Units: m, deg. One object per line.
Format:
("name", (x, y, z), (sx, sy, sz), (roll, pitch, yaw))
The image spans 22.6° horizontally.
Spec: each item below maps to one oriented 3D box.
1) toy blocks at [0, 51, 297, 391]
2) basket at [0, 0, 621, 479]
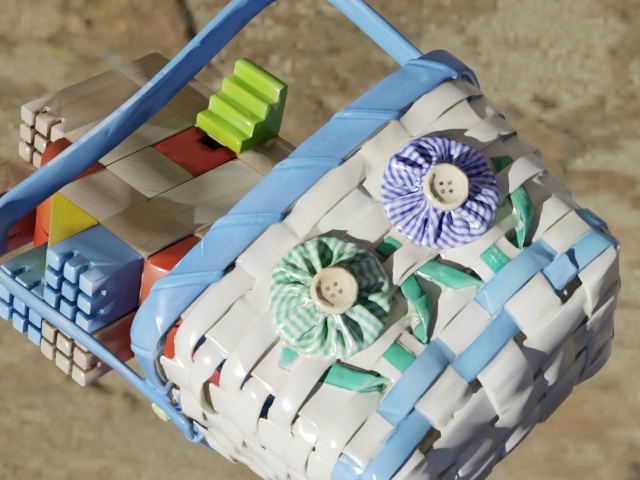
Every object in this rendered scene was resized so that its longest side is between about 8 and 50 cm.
("toy blocks", (-0.124, 0.002, 1.201), (0.381, 0.261, 0.191), (35, 133, 26))
("basket", (0.000, 0.000, 0.838), (0.289, 0.255, 0.201), (37, 162, 27))
